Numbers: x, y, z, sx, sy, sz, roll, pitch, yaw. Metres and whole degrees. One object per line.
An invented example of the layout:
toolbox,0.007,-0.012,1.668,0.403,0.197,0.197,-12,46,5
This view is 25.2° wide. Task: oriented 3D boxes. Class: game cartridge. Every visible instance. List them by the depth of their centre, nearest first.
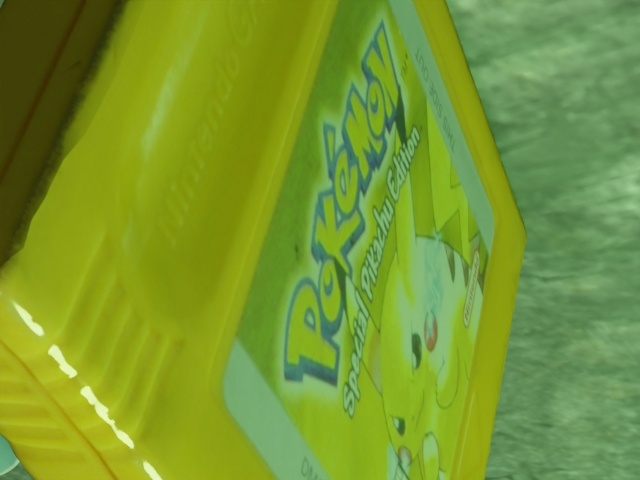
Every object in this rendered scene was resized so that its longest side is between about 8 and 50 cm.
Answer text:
game cartridge,0.000,0.000,0.494,0.053,0.285,0.323,0,142,21

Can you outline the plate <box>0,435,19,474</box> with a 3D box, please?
plate,-0.286,0.105,0.956,0.188,0.024,0.188,9,143,7
